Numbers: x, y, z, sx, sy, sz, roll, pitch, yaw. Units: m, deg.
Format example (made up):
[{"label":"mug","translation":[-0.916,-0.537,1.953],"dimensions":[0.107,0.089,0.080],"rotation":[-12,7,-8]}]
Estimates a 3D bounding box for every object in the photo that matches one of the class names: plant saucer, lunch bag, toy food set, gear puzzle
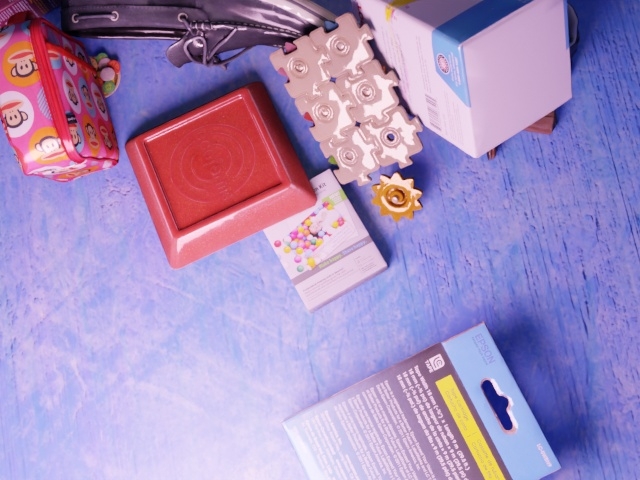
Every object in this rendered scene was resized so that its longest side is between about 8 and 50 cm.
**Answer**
[{"label":"plant saucer","translation":[-0.170,-0.119,1.592],"dimensions":[0.259,0.048,0.259],"rotation":[-25,66,-1]},{"label":"lunch bag","translation":[-0.417,-0.228,1.525],"dimensions":[0.120,0.293,0.258],"rotation":[-17,91,2]},{"label":"toy food set","translation":[-0.381,-0.281,1.686],"dimensions":[0.082,0.020,0.083],"rotation":[-6,76,4]},{"label":"gear puzzle","translation":[0.072,-0.182,1.538],"dimensions":[0.175,0.044,0.339],"rotation":[-22,105,31]}]

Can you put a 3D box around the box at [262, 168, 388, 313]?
[{"label":"box","translation":[0.000,0.000,1.574],"dimensions":[0.145,0.038,0.186],"rotation":[-29,75,-2]}]

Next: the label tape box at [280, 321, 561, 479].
[{"label":"label tape box","translation":[0.144,0.303,1.452],"dimensions":[0.333,0.106,0.241],"rotation":[-26,76,-2]}]

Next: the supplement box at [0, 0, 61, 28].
[{"label":"supplement box","translation":[-0.555,-0.420,1.704],"dimensions":[0.188,0.081,0.104],"rotation":[-31,75,-2]}]

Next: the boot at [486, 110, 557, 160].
[{"label":"boot","translation":[0.326,-0.176,1.589],"dimensions":[0.114,0.037,0.107],"rotation":[6,79,2]}]

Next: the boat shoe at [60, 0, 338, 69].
[{"label":"boat shoe","translation":[-0.191,-0.352,1.603],"dimensions":[0.499,0.187,0.156],"rotation":[13,90,3]}]

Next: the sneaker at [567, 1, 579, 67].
[{"label":"sneaker","translation":[0.318,-0.357,1.567],"dimensions":[0.226,0.163,0.086],"rotation":[42,85,14]}]

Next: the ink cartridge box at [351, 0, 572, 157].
[{"label":"ink cartridge box","translation":[0.207,-0.297,1.473],"dimensions":[0.197,0.198,0.270],"rotation":[-32,44,-17]}]
